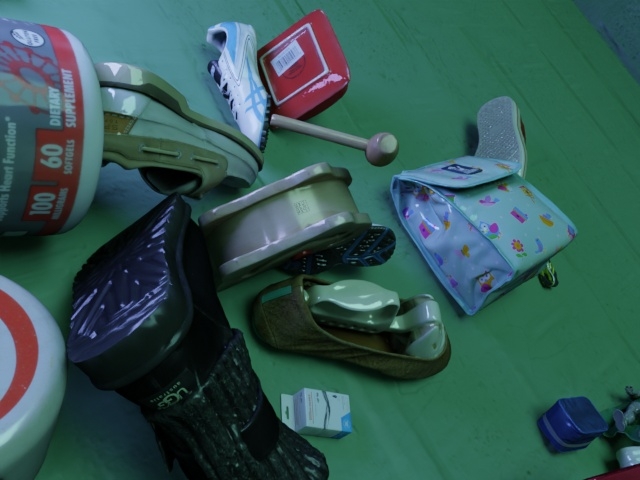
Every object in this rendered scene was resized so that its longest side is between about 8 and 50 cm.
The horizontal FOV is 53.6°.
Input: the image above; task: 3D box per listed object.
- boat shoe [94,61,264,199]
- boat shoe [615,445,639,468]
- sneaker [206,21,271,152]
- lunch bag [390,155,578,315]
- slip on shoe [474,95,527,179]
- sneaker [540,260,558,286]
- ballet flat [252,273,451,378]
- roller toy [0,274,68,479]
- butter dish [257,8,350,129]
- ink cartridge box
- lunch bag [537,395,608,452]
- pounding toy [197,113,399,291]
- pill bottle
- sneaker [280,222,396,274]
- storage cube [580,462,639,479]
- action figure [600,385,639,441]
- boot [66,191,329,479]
[{"bbox_3d":[-0.171,-0.102,0.764,0.302,0.113,0.103,25,71,-62],"label":"boat shoe"},{"bbox_3d":[0.600,0.379,1.092,0.267,0.096,0.088,2,55,-32],"label":"boat shoe"},{"bbox_3d":[-0.125,-0.232,0.968,0.086,0.085,0.237,-7,65,-13],"label":"sneaker"},{"bbox_3d":[0.267,-0.040,1.082,0.223,0.160,0.262,-20,64,-39],"label":"lunch bag"},{"bbox_3d":[0.373,-0.161,1.296,0.101,0.123,0.331,50,39,-34],"label":"slip on shoe"},{"bbox_3d":[0.447,0.057,1.254,0.035,0.031,0.083,25,49,-42],"label":"sneaker"},{"bbox_3d":[0.078,0.106,0.837,0.342,0.124,0.116,18,50,-29],"label":"ballet flat"},{"bbox_3d":[-0.305,0.129,0.487,0.191,0.146,0.209,33,41,1],"label":"roller toy"},{"bbox_3d":[-0.017,-0.265,1.043,0.118,0.160,0.160,20,45,-58],"label":"butter dish"},{"bbox_3d":[-0.005,0.208,0.763,0.083,0.028,0.048,16,50,-29],"label":"ink cartridge box"},{"bbox_3d":[0.401,0.294,1.008,0.098,0.065,0.067,8,40,-34],"label":"lunch bag"},{"bbox_3d":[-0.034,-0.057,0.780,0.154,0.269,0.155,68,-2,-81],"label":"pounding toy"},{"bbox_3d":[-0.396,-0.104,0.540,0.362,0.210,0.210,-3,61,-40],"label":"pill bottle"},{"bbox_3d":[0.000,0.000,0.904,0.211,0.080,0.081,5,16,-26],"label":"sneaker"},{"bbox_3d":[0.378,0.398,0.807,0.193,0.215,0.184,1,60,-32],"label":"storage cube"},{"bbox_3d":[0.588,0.301,1.135,0.232,0.137,0.064,-6,106,-51],"label":"action figure"},{"bbox_3d":[-0.124,0.116,0.646,0.260,0.131,0.348,55,5,-26],"label":"boot"}]
